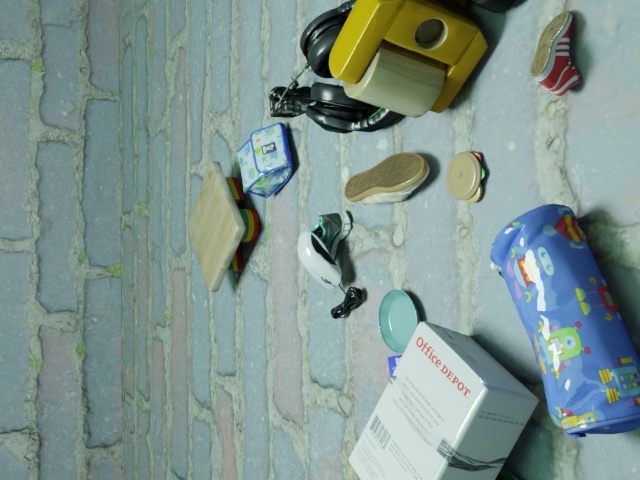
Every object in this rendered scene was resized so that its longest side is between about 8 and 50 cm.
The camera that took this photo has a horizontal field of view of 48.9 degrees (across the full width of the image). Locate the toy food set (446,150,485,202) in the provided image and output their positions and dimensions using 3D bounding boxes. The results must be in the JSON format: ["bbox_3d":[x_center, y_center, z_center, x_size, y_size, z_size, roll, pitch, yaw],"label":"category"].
[{"bbox_3d":[0.237,-0.106,1.154,0.083,0.020,0.082,29,115,56],"label":"toy food set"}]

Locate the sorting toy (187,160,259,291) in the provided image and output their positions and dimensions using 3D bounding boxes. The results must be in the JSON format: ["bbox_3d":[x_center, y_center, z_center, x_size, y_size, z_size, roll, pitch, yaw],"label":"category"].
[{"bbox_3d":[-0.260,-0.036,1.921,0.257,0.089,0.255,-61,42,39],"label":"sorting toy"}]

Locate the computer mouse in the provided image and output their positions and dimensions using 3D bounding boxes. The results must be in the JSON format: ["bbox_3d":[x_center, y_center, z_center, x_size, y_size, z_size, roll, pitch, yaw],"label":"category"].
[{"bbox_3d":[0.006,0.069,1.448,0.193,0.042,0.106,53,141,4],"label":"computer mouse"}]

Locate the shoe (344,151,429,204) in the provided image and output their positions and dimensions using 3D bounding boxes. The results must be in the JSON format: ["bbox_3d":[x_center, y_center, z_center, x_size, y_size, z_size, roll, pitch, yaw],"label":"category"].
[{"bbox_3d":[0.131,-0.110,1.308,0.219,0.058,0.076,-12,60,55],"label":"shoe"}]

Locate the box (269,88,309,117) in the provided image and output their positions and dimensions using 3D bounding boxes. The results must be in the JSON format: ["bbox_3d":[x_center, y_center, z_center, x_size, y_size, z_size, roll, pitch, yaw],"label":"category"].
[{"bbox_3d":[-0.073,-0.317,1.631,0.083,0.062,0.052,-2,90,59],"label":"box"}]

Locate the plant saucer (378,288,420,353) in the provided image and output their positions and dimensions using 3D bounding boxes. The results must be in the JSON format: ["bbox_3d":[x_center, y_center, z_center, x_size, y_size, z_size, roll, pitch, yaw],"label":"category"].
[{"bbox_3d":[0.149,0.149,1.302,0.119,0.021,0.119,0,90,58],"label":"plant saucer"}]

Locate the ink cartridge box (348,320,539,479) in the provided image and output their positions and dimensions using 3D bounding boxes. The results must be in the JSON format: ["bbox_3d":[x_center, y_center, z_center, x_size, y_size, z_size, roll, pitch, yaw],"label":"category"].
[{"bbox_3d":[0.180,0.293,1.082,0.272,0.115,0.198,-65,29,13],"label":"ink cartridge box"}]

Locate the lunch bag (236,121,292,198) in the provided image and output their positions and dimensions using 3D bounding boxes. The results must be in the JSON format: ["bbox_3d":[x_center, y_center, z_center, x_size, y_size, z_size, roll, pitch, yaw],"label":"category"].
[{"bbox_3d":[-0.127,-0.195,1.703,0.151,0.096,0.128,-34,58,38],"label":"lunch bag"}]

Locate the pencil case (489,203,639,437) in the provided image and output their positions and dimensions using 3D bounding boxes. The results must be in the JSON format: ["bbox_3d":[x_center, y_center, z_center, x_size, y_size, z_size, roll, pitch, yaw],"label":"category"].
[{"bbox_3d":[0.319,0.104,0.919,0.133,0.119,0.306,-30,61,29],"label":"pencil case"}]

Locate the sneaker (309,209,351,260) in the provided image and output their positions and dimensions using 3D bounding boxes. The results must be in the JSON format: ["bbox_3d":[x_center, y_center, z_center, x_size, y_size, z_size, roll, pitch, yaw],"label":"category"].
[{"bbox_3d":[0.000,0.000,1.497,0.065,0.076,0.166,61,139,40],"label":"sneaker"}]

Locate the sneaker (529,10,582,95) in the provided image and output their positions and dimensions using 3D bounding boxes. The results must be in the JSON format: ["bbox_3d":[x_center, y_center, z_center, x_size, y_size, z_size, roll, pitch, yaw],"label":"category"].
[{"bbox_3d":[0.336,-0.256,0.979,0.042,0.067,0.118,-6,55,61],"label":"sneaker"}]

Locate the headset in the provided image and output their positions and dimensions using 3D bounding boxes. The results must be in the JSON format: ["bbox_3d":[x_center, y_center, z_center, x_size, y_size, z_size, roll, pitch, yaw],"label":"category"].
[{"bbox_3d":[0.050,-0.325,1.399,0.394,0.185,0.243,-6,89,44],"label":"headset"}]

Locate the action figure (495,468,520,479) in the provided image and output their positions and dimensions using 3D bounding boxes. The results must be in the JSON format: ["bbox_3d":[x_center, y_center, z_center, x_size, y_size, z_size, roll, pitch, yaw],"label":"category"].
[{"bbox_3d":[0.279,0.400,1.052,0.232,0.064,0.137,14,99,55],"label":"action figure"}]

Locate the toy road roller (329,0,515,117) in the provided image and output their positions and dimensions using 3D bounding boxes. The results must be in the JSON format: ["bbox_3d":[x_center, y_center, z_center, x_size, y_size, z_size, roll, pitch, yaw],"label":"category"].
[{"bbox_3d":[0.152,-0.391,1.136,0.329,0.203,0.240,-60,30,33],"label":"toy road roller"}]

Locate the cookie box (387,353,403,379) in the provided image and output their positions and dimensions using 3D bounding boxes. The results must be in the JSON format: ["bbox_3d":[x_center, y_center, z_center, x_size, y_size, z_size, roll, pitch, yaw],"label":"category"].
[{"bbox_3d":[0.167,0.255,1.253,0.092,0.040,0.107,-23,71,57],"label":"cookie box"}]
